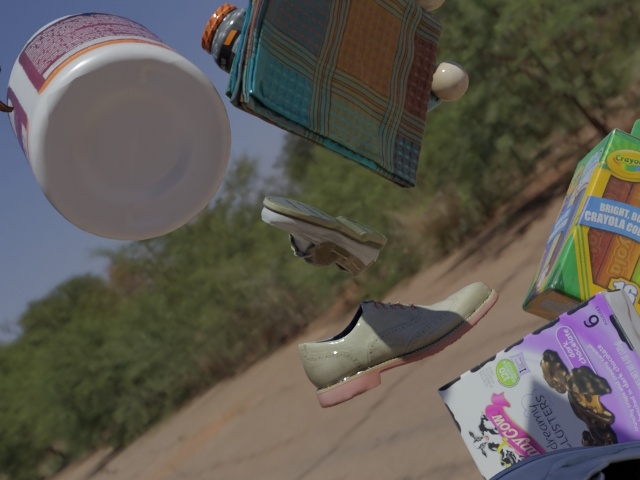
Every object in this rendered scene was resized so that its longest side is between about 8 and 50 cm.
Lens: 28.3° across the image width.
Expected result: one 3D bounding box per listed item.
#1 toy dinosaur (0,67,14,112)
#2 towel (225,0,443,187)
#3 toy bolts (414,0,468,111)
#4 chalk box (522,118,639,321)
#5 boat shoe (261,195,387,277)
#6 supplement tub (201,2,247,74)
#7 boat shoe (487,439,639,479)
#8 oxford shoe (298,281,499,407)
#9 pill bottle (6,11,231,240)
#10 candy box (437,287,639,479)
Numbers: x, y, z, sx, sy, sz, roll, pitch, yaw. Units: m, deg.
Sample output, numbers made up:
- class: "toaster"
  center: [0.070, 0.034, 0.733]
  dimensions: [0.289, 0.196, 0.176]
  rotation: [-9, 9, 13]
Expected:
- class: "toy dinosaur"
  center: [-0.308, -0.146, 1.055]
  dimensions: [0.047, 0.082, 0.090]
  rotation: [-42, -39, -30]
- class: "towel"
  center: [0.035, -0.246, 1.685]
  dimensions: [0.040, 0.271, 0.370]
  rotation: [0, -16, 41]
- class: "toy bolts"
  center: [0.118, -0.279, 1.895]
  dimensions: [0.158, 0.228, 0.218]
  rotation: [-5, 34, 35]
- class: "chalk box"
  center: [0.405, -0.020, 1.629]
  dimensions: [0.179, 0.180, 0.289]
  rotation: [107, -174, -79]
- class: "boat shoe"
  center: [0.000, 0.000, 2.397]
  dimensions: [0.113, 0.302, 0.103]
  rotation: [37, 103, 48]
- class: "supplement tub"
  center: [-0.098, -0.313, 2.125]
  dimensions: [0.117, 0.190, 0.117]
  rotation: [-54, -14, -20]
- class: "boat shoe"
  center: [0.217, 0.205, 0.968]
  dimensions: [0.267, 0.096, 0.088]
  rotation: [-16, -9, 23]
- class: "oxford shoe"
  center: [0.147, 0.162, 2.373]
  dimensions: [0.397, 0.146, 0.140]
  rotation: [-28, -1, -10]
- class: "pill bottle"
  center: [-0.260, -0.157, 1.545]
  dimensions: [0.224, 0.224, 0.392]
  rotation: [-39, 25, -4]
- class: "candy box"
  center: [0.234, 0.165, 1.192]
  dimensions: [0.196, 0.165, 0.070]
  rotation: [-35, -17, 27]
